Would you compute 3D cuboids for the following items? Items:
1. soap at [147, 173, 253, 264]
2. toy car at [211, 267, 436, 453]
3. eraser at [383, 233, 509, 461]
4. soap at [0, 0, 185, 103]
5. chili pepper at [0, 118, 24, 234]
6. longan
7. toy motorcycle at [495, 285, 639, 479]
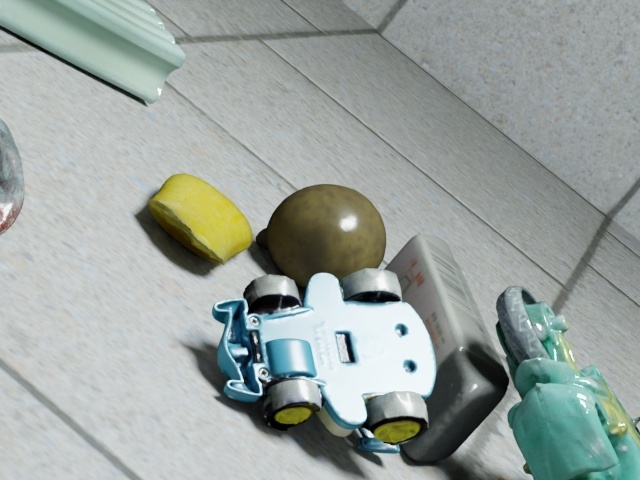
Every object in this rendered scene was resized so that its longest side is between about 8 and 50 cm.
[{"bbox_3d":[-0.100,-0.017,1.372,0.089,0.033,0.168,37,14,3],"label":"soap"},{"bbox_3d":[-0.004,0.096,1.199,0.161,0.098,0.126,0,56,-21],"label":"toy car"},{"bbox_3d":[0.091,0.082,1.418,0.061,0.089,0.352,36,15,-18],"label":"eraser"},{"bbox_3d":[-0.234,-0.216,1.595,0.198,0.066,0.119,27,17,-37],"label":"soap"},{"bbox_3d":[-0.230,-0.053,1.156,0.050,0.041,0.153,-12,33,-12],"label":"chili pepper"},{"bbox_3d":[0.000,0.000,1.456,0.119,0.106,0.106,-4,-14,36],"label":"longan"},{"bbox_3d":[0.222,0.177,1.296,0.296,0.109,0.198,53,20,-31],"label":"toy motorcycle"}]
